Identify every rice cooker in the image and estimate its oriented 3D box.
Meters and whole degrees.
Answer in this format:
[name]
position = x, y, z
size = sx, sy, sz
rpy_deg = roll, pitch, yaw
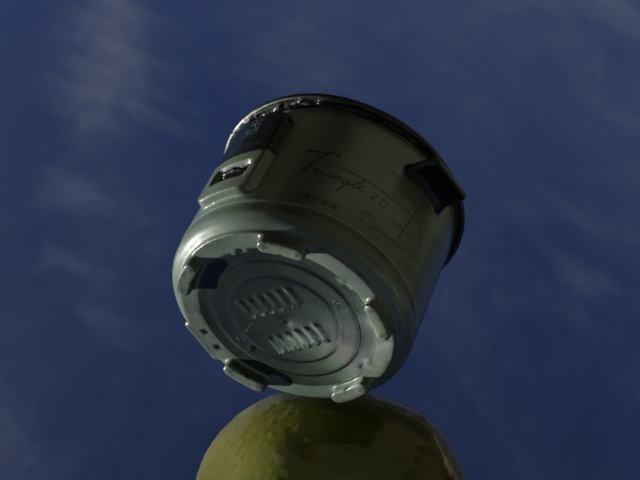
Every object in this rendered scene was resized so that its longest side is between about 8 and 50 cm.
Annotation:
[rice cooker]
position = 0.000, 0.000, 1.289
size = 0.241, 0.280, 0.227
rpy_deg = 49, -138, -23

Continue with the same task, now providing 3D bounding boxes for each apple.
[apple]
position = 0.013, 0.280, 1.351
size = 0.292, 0.254, 0.292
rpy_deg = 4, -108, -14
